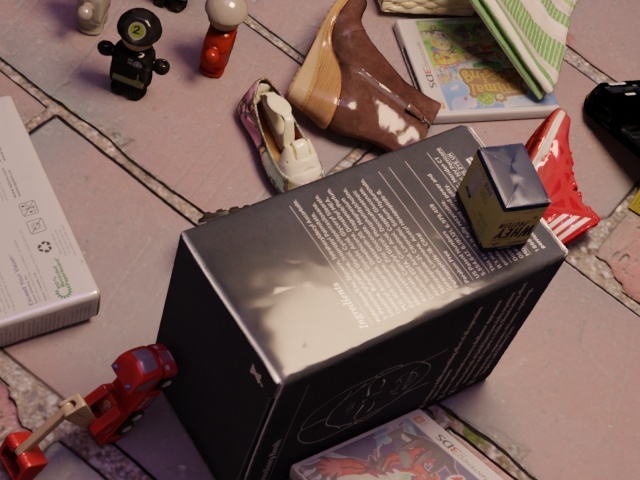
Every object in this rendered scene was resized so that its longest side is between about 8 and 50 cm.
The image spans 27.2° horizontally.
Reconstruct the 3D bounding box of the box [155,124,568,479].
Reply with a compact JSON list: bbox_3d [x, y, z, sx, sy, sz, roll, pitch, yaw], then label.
[{"bbox_3d":[0.035,0.084,1.533,0.395,0.293,0.212,-22,64,-28],"label":"box"}]

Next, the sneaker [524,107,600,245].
[{"bbox_3d":[0.340,-0.076,1.878,0.128,0.087,0.221,29,65,-5],"label":"sneaker"}]

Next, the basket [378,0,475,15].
[{"bbox_3d":[0.166,-0.414,2.031,0.167,0.113,0.103,1,52,-13],"label":"basket"}]

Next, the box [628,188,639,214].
[{"bbox_3d":[0.566,-0.022,1.904,0.232,0.058,0.087,36,54,12],"label":"box"}]

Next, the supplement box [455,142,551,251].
[{"bbox_3d":[0.196,-0.046,1.434,0.056,0.083,0.083,-7,58,-21],"label":"supplement box"}]

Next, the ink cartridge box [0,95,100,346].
[{"bbox_3d":[-0.476,-0.004,1.594,0.330,0.071,0.324,-17,62,-22],"label":"ink cartridge box"}]

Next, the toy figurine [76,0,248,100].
[{"bbox_3d":[-0.226,-0.322,1.838,0.213,0.148,0.209,-18,62,-26],"label":"toy figurine"}]

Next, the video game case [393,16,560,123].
[{"bbox_3d":[0.235,-0.261,2.003,0.212,0.023,0.193,-5,57,-19],"label":"video game case"}]

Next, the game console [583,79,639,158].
[{"bbox_3d":[0.590,-0.180,1.998,0.361,0.044,0.213,-7,37,-25],"label":"game console"}]

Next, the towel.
[{"bbox_3d":[0.311,-0.396,2.017,0.248,0.038,0.325,49,41,-23],"label":"towel"}]

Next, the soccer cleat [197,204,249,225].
[{"bbox_3d":[0.000,0.000,1.710,0.318,0.108,0.116,-9,94,-21],"label":"soccer cleat"}]

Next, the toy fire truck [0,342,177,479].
[{"bbox_3d":[-0.258,0.191,1.473,0.135,0.192,0.047,-4,53,-53],"label":"toy fire truck"}]

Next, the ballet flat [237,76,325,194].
[{"bbox_3d":[-0.046,-0.132,1.797,0.077,0.079,0.221,-16,62,-26],"label":"ballet flat"}]

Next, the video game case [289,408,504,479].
[{"bbox_3d":[0.098,0.279,1.498,0.201,0.023,0.183,-19,41,-35],"label":"video game case"}]

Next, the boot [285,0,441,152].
[{"bbox_3d":[0.078,-0.237,1.913,0.207,0.090,0.248,26,56,-3],"label":"boot"}]
